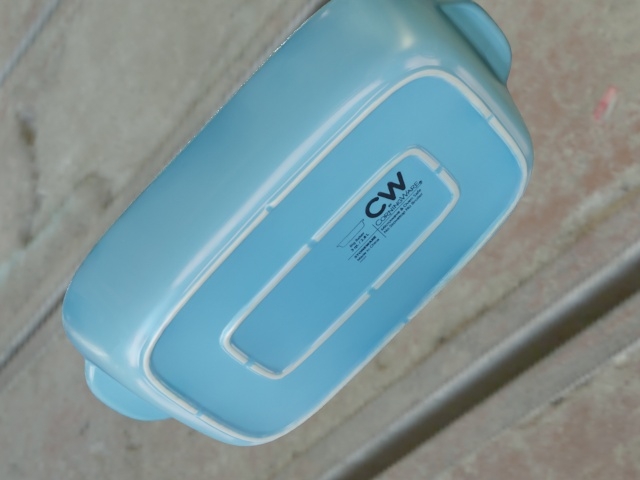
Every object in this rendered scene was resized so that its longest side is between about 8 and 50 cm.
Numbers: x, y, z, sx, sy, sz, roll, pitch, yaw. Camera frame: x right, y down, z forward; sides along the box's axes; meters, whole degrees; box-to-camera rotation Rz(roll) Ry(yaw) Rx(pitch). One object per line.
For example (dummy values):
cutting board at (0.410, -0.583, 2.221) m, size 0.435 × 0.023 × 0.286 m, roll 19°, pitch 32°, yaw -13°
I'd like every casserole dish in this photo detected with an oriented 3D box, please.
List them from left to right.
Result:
casserole dish at (0.000, 0.000, 0.459) m, size 0.188 × 0.114 × 0.037 m, roll -46°, pitch 44°, yaw 4°
